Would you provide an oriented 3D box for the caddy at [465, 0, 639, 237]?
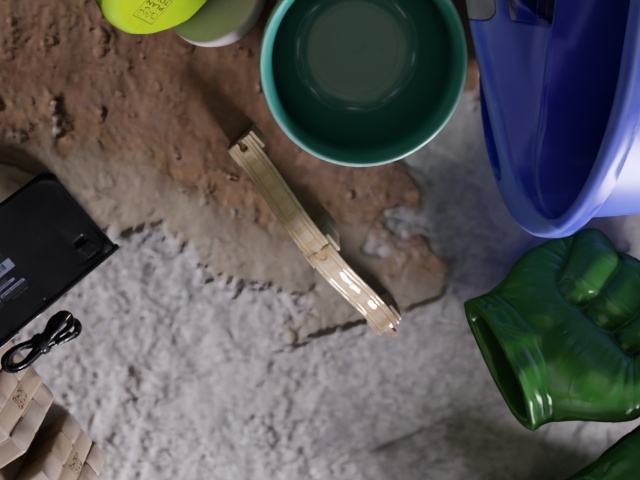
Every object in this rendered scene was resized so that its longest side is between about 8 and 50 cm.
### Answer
[{"bbox_3d":[0.169,-0.169,0.505,0.179,0.241,0.341,0,108,-8],"label":"caddy"}]

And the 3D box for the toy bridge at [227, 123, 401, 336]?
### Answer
[{"bbox_3d":[0.000,0.000,0.647,0.026,0.063,0.188,-36,104,10],"label":"toy bridge"}]

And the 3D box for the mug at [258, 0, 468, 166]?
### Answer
[{"bbox_3d":[0.037,-0.128,0.588,0.158,0.097,0.129,-29,106,7],"label":"mug"}]

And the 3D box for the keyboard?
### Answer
[{"bbox_3d":[-0.224,0.043,0.624,0.180,0.023,0.108,-45,102,-29],"label":"keyboard"}]

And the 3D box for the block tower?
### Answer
[{"bbox_3d":[-0.301,0.081,0.655,0.097,0.091,0.335,-33,106,9],"label":"block tower"}]

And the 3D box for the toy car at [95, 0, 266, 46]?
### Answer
[{"bbox_3d":[-0.087,-0.219,0.546,0.136,0.159,0.182,45,105,22],"label":"toy car"}]

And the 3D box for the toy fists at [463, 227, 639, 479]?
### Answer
[{"bbox_3d":[0.225,0.126,0.640,0.142,0.096,0.279,-25,82,-7],"label":"toy fists"}]
